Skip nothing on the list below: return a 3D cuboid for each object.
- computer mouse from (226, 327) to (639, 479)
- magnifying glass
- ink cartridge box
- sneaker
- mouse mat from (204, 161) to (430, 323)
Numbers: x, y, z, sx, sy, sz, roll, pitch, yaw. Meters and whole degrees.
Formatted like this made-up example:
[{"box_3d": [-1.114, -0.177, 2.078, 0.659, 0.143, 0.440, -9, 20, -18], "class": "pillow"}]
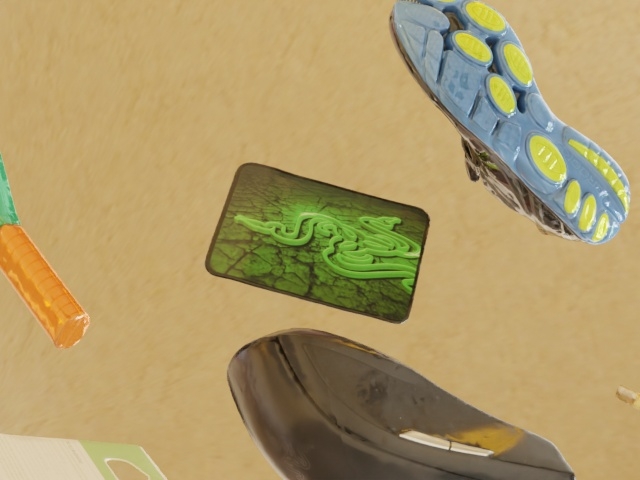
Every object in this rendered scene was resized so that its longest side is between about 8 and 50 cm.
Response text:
[{"box_3d": [0.086, 0.112, 0.851, 0.262, 0.184, 0.060, 30, 52, -15], "class": "computer mouse"}, {"box_3d": [-0.218, -0.016, 1.144, 0.231, 0.026, 0.092, 47, 115, 30], "class": "magnifying glass"}, {"box_3d": [-0.240, 0.201, 1.407, 0.235, 0.171, 0.056, 11, 99, -23], "class": "ink cartridge box"}, {"box_3d": [0.096, -0.064, 0.993, 0.188, 0.078, 0.067, 47, 62, -22], "class": "sneaker"}, {"box_3d": [0.000, 0.000, 1.602, 0.189, 0.007, 0.153, 16, 45, 0], "class": "mouse mat"}]
